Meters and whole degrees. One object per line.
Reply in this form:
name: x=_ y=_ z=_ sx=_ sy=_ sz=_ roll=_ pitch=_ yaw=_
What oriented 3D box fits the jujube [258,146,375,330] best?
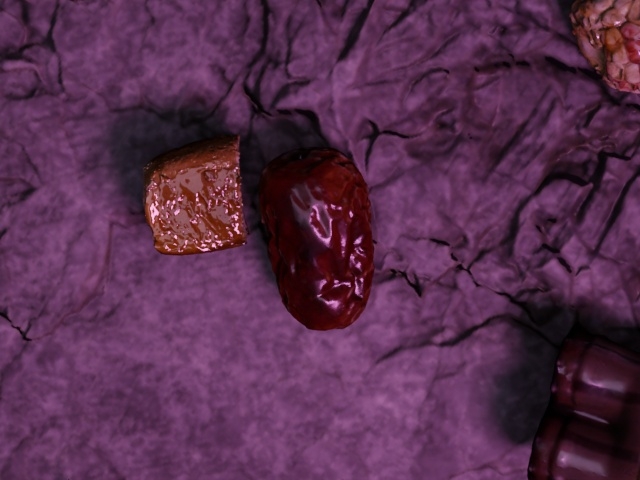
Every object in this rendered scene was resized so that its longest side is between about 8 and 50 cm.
jujube: x=0.000 y=0.000 z=1.235 sx=0.077 sy=0.077 sz=0.129 roll=-8 pitch=103 yaw=6

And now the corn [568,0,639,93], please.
corn: x=0.310 y=-0.153 z=1.177 sx=0.290 sy=0.098 sz=0.098 roll=-9 pitch=96 yaw=7

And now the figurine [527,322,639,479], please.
figurine: x=0.330 y=0.172 z=1.199 sx=0.365 sy=0.206 sz=0.218 roll=14 pitch=72 yaw=27

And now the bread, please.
bread: x=-0.086 y=-0.032 z=1.234 sx=0.070 sy=0.083 sz=0.077 roll=-7 pitch=100 yaw=-3
